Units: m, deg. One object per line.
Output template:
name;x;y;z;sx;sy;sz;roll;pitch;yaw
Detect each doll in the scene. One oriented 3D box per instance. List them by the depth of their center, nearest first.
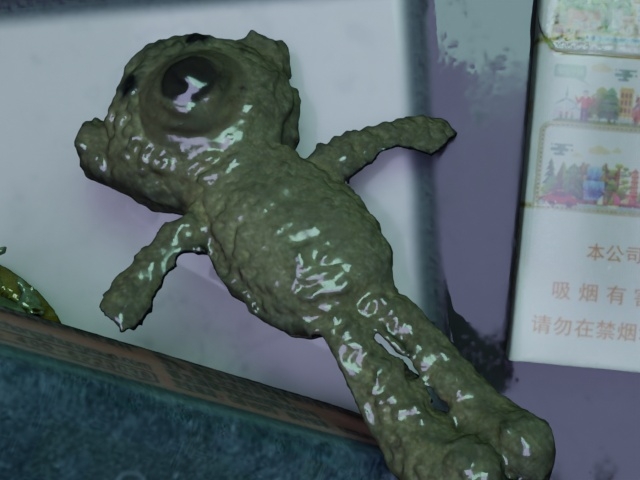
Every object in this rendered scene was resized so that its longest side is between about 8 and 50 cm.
doll;-0.016;0.008;0.510;0.203;0.091;0.286;-12;61;1

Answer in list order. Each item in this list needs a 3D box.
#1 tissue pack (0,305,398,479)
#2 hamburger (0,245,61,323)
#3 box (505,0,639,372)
tissue pack;-0.119;0.159;0.496;0.316;0.103;0.228;21;98;-29
hamburger;-0.218;0.085;0.569;0.177;0.113;0.185;29;95;6
box;0.169;-0.041;0.560;0.122;0.032;0.220;5;92;6
